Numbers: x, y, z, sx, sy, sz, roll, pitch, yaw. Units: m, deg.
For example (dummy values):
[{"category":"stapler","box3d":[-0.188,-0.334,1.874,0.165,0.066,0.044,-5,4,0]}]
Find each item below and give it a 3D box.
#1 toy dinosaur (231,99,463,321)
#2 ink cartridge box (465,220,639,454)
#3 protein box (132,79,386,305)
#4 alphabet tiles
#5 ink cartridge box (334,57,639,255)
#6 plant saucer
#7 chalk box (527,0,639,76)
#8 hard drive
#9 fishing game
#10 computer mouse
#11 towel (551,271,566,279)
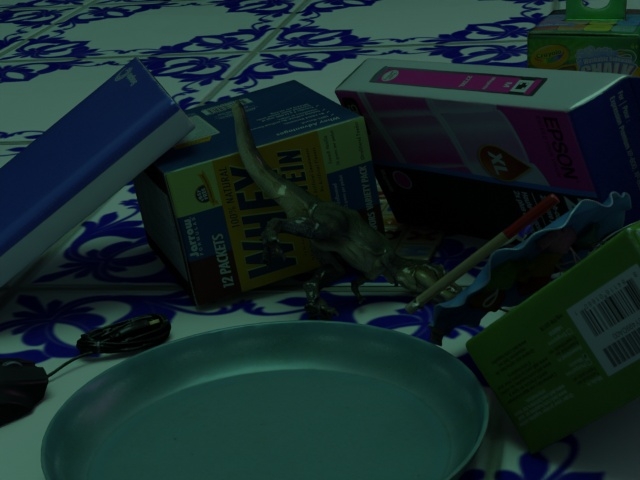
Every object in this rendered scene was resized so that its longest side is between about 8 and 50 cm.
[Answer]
[{"category":"toy dinosaur","box3d":[0.000,0.000,1.137,0.064,0.268,0.118,-41,13,48]},{"category":"ink cartridge box","box3d":[0.259,0.034,0.924,0.255,0.097,0.189,-22,-14,-39]},{"category":"protein box","box3d":[-0.071,-0.055,1.274,0.199,0.136,0.201,-18,22,-15]},{"category":"alphabet tiles","box3d":[0.046,-0.027,1.379,0.198,0.009,0.237,1,23,17]},{"category":"ink cartridge box","box3d":[0.187,-0.073,1.172,0.370,0.176,0.069,10,47,45]},{"category":"plant saucer","box3d":[-0.038,0.143,0.918,0.317,0.044,0.318,-5,20,2]},{"category":"chalk box","box3d":[0.313,-0.193,1.458,0.132,0.213,0.132,4,23,23]},{"category":"hard drive","box3d":[-0.274,-0.046,1.243,0.318,0.040,0.210,-40,26,-1]},{"category":"fishing game","box3d":[0.168,0.028,1.001,0.189,0.041,0.264,-38,-19,18]},{"category":"computer mouse","box3d":[-0.228,0.100,1.075,0.071,0.041,0.242,14,28,43]},{"category":"towel","box3d":[0.323,0.020,1.165,0.197,0.029,0.144,-18,24,-29]}]
